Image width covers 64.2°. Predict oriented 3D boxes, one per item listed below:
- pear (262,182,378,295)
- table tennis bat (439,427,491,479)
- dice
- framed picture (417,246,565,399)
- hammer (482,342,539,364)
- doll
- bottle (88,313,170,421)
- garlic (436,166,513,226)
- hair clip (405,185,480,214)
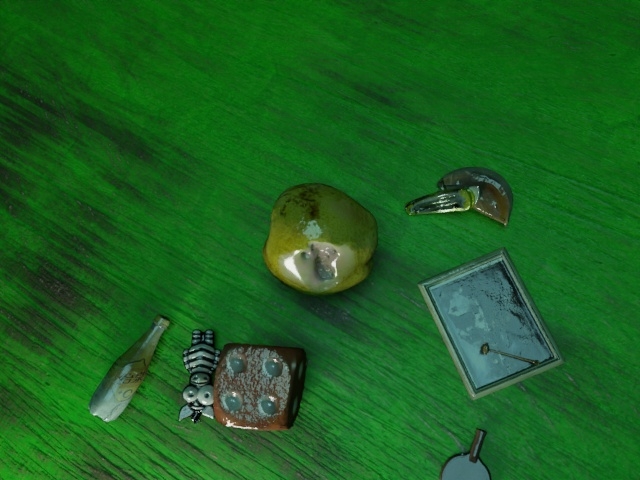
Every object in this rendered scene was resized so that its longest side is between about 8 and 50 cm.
[{"bbox_3d":[0.000,0.000,1.162,0.272,0.271,0.270,-2,75,7],"label":"pear"},{"bbox_3d":[0.317,0.482,1.059,0.108,0.119,0.169,20,80,12],"label":"table tennis bat"},{"bbox_3d":[-0.129,0.320,1.133,0.174,0.175,0.179,3,75,8],"label":"dice"},{"bbox_3d":[0.390,0.186,1.179,0.233,0.019,0.296,-24,73,1],"label":"framed picture"},{"bbox_3d":[0.424,0.256,1.137,0.123,0.014,0.029,14,86,11],"label":"hammer"},{"bbox_3d":[-0.284,0.321,1.210,0.091,0.067,0.219,3,77,-11],"label":"doll"},{"bbox_3d":[-0.451,0.301,1.232,0.083,0.083,0.269,30,77,14],"label":"bottle"},{"bbox_3d":[0.387,-0.125,1.230,0.196,0.087,0.101,33,96,13],"label":"garlic"},{"bbox_3d":[0.295,-0.091,1.231,0.189,0.033,0.060,-9,107,32],"label":"hair clip"}]
